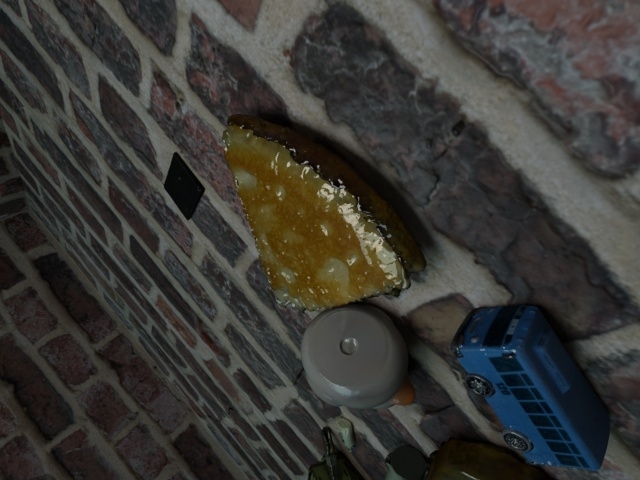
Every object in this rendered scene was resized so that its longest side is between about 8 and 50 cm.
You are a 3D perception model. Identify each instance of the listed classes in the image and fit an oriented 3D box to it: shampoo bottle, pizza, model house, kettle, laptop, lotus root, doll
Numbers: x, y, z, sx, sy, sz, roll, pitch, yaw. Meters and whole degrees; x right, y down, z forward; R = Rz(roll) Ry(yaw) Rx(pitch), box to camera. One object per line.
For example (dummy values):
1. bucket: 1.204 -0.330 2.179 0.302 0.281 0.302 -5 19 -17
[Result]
1. shampoo bottle: 0.081 0.595 1.218 0.049 0.034 0.140 10 127 35
2. pizza: 0.006 -0.022 0.733 0.392 0.080 0.434 11 127 41
3. model house: 0.029 0.767 1.330 0.218 0.205 0.278 -43 55 51
4. kettle: 0.228 0.612 1.028 0.127 0.098 0.147 30 134 35
5. laptop: -0.395 -0.148 1.139 0.135 0.016 0.197 53 143 2
6. lotus root: 0.368 0.589 0.832 0.375 0.111 0.390 -23 102 48
7. doll: 0.084 0.252 0.836 0.251 0.221 0.220 26 135 25

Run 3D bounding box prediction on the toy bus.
1. toy bus: 0.317 0.213 0.604 0.233 0.116 0.134 55 142 -6
